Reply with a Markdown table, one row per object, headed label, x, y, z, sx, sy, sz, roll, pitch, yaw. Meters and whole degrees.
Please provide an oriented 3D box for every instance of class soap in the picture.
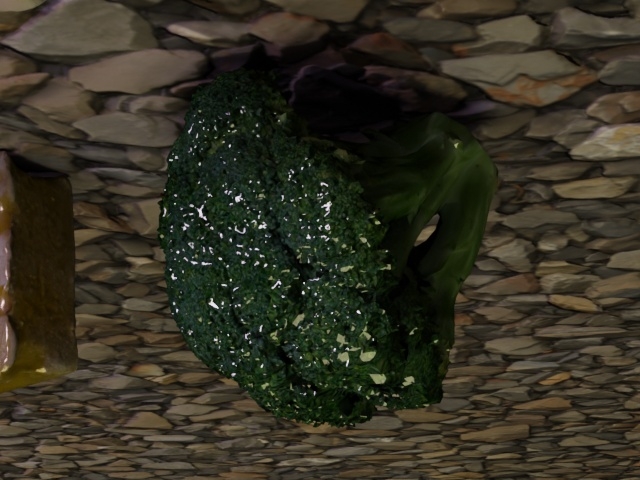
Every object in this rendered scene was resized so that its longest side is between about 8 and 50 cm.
| label | x | y | z | sx | sy | sz | roll | pitch | yaw |
| --- | --- | --- | --- | --- | --- | --- | --- | --- | --- |
| soap | -0.355 | 0.054 | 1.379 | 0.315 | 0.199 | 0.091 | -15 | 163 | 34 |

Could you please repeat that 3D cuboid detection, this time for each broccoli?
| label | x | y | z | sx | sy | sz | roll | pitch | yaw |
| --- | --- | --- | --- | --- | --- | --- | --- | --- | --- |
| broccoli | 0.000 | 0.000 | 1.178 | 0.308 | 0.275 | 0.308 | 39 | 157 | 20 |

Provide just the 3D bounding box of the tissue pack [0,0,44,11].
| label | x | y | z | sx | sy | sz | roll | pitch | yaw |
| --- | --- | --- | --- | --- | --- | --- | --- | --- | --- |
| tissue pack | -0.232 | -0.203 | 0.719 | 0.185 | 0.124 | 0.225 | 1 | 161 | 2 |
